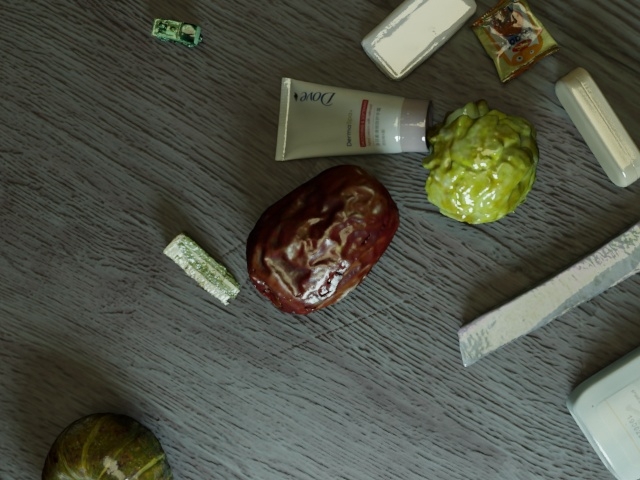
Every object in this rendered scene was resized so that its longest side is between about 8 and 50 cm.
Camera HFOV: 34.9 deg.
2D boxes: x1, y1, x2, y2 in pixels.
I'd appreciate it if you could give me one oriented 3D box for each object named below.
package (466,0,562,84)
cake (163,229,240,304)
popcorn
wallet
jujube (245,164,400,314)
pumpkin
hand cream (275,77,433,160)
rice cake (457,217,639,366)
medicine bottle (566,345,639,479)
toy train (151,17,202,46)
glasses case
[{"bbox_3d":[0.302,-0.321,1.600,0.108,0.031,0.120,-33,87,3],"label":"package"},{"bbox_3d":[-0.189,0.043,1.628,0.140,0.055,0.051,44,90,-14],"label":"cake"},{"bbox_3d":[0.237,-0.127,1.538,0.198,0.198,0.212,-19,64,3],"label":"popcorn"},{"bbox_3d":[0.160,-0.340,1.609,0.190,0.033,0.095,-39,89,2],"label":"wallet"},{"bbox_3d":[0.000,0.000,1.551,0.243,0.183,0.183,-42,87,-6],"label":"jujube"},{"bbox_3d":[-0.325,0.365,1.573,0.219,0.162,0.218,7,109,21],"label":"pumpkin"},{"bbox_3d":[0.051,-0.189,1.597,0.248,0.083,0.133,2,87,13],"label":"hand cream"},{"bbox_3d":[0.368,0.082,1.575,0.365,0.056,0.072,-32,87,3],"label":"rice cake"},{"bbox_3d":[0.533,0.226,1.538,0.296,0.111,0.161,-34,88,4],"label":"medicine bottle"},{"bbox_3d":[-0.230,-0.333,1.623,0.083,0.053,0.033,13,90,2],"label":"toy train"},{"bbox_3d":[0.430,-0.174,1.564,0.050,0.083,0.196,-32,89,3],"label":"glasses case"}]
